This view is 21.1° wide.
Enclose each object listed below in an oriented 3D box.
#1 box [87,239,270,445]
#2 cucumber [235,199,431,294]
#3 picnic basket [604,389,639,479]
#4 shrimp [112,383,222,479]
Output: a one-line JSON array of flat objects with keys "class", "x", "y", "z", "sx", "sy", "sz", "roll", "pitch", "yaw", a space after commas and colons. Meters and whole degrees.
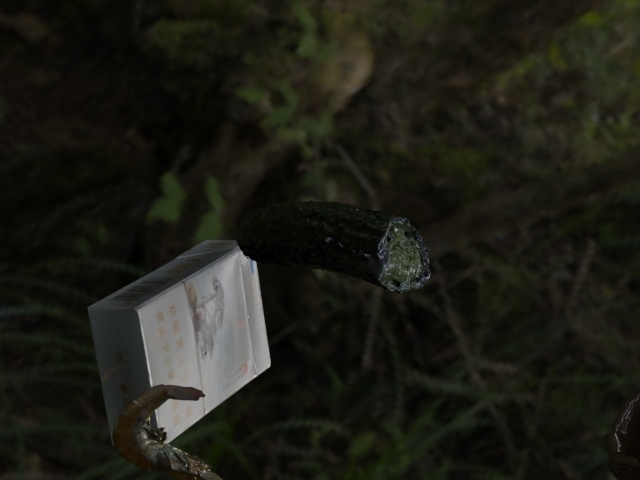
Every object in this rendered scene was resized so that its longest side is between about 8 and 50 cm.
[{"class": "box", "x": -0.138, "y": 0.100, "z": 1.765, "sx": 0.233, "sy": 0.067, "sz": 0.149, "roll": -32, "pitch": 121, "yaw": -58}, {"class": "cucumber", "x": 0.002, "y": -0.002, "z": 1.425, "sx": 0.067, "sy": 0.067, "sz": 0.245, "roll": 48, "pitch": -19, "yaw": -30}, {"class": "picnic basket", "x": 0.361, "y": 0.073, "z": 1.357, "sx": 0.337, "sy": 0.337, "sz": 0.293, "roll": 52, "pitch": 0, "yaw": -10}, {"class": "shrimp", "x": -0.114, "y": 0.161, "z": 1.423, "sx": 0.114, "sy": 0.083, "sz": 0.023, "roll": 32, "pitch": 8, "yaw": -26}]
